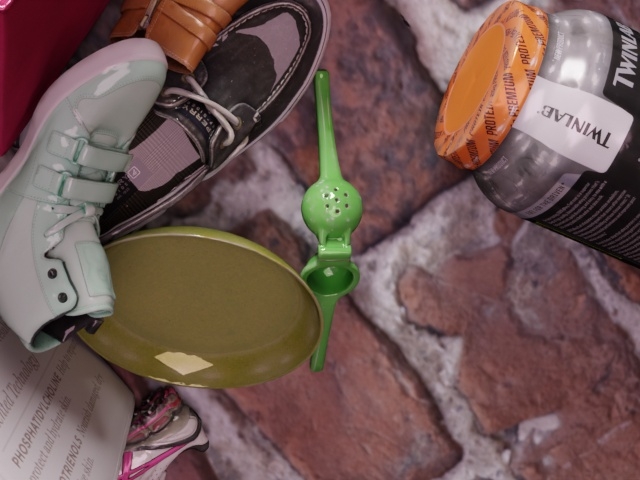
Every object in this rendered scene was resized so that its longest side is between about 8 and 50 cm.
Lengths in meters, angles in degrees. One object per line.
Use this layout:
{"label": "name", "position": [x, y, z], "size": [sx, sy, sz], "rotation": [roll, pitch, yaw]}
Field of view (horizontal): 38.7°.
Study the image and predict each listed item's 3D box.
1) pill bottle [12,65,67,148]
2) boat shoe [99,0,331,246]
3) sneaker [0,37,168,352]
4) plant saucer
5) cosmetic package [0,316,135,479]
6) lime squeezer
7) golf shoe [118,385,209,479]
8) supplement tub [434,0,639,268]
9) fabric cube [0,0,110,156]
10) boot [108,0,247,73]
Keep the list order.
{"label": "pill bottle", "position": [-0.323, -0.153, 0.792], "size": [0.184, 0.103, 0.103], "rotation": [19, 102, -11]}
{"label": "boat shoe", "position": [-0.113, -0.103, 0.821], "size": [0.121, 0.119, 0.335], "rotation": [41, 97, -15]}
{"label": "sneaker", "position": [-0.176, -0.026, 0.719], "size": [0.256, 0.094, 0.151], "rotation": [-47, 69, 19]}
{"label": "plant saucer", "position": [-0.116, 0.061, 0.856], "size": [0.240, 0.037, 0.241], "rotation": [2, 138, 2]}
{"label": "cosmetic package", "position": [-0.412, 0.147, 0.746], "size": [0.329, 0.327, 0.394], "rotation": [-38, 105, 4]}
{"label": "lime squeezer", "position": [0.000, 0.000, 0.865], "size": [0.058, 0.110, 0.311], "rotation": [-7, 107, -24]}
{"label": "golf shoe", "position": [-0.200, 0.234, 0.928], "size": [0.186, 0.067, 0.086], "rotation": [-36, 107, 3]}
{"label": "supplement tub", "position": [0.277, -0.085, 0.834], "size": [0.316, 0.193, 0.194], "rotation": [21, 101, -12]}
{"label": "fabric cube", "position": [-0.271, -0.258, 0.637], "size": [0.259, 0.258, 0.254], "rotation": [30, 70, -9]}
{"label": "boot", "position": [-0.076, -0.206, 0.762], "size": [0.152, 0.197, 0.073], "rotation": [-64, 145, -18]}
